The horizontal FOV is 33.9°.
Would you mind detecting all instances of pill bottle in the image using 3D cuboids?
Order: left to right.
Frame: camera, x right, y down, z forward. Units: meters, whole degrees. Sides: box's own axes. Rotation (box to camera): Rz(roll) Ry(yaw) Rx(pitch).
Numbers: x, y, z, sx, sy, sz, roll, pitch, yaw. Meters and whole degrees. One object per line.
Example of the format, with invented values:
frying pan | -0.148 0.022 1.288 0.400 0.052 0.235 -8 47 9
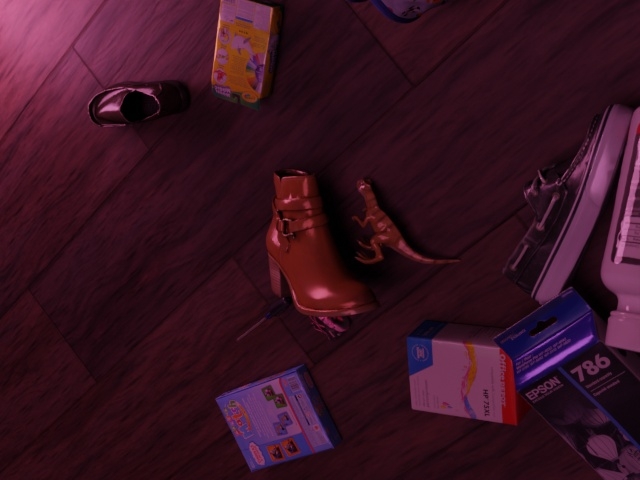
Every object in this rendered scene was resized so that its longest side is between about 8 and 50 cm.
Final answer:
pill bottle | 0.464 -0.006 1.363 0.176 0.176 0.319 11 87 28

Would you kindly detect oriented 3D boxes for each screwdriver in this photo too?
screwdriver | -0.105 0.146 1.931 0.024 0.025 0.170 53 134 4

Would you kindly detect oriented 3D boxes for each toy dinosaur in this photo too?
toy dinosaur | 0.112 -0.005 1.713 0.211 0.064 0.112 49 123 7

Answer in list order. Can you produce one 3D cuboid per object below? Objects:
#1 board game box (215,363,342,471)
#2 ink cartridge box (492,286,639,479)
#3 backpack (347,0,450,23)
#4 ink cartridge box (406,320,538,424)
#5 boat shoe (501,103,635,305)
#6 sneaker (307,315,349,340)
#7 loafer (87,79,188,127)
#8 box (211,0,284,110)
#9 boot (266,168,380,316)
board game box | -0.081 0.335 1.966 0.211 0.039 0.160 -24 94 34
ink cartridge box | 0.419 0.236 1.563 0.332 0.065 0.165 45 124 -6
backpack | 0.104 -0.435 1.454 0.213 0.276 0.263 -26 99 40
ink cartridge box | 0.261 0.213 1.691 0.231 0.078 0.134 3 109 30
boat shoe | 0.347 -0.053 1.516 0.119 0.121 0.335 26 121 16
sneaker | -0.007 0.133 1.850 0.119 0.047 0.057 39 134 15
loafer | -0.344 -0.247 1.892 0.220 0.078 0.080 -8 103 33
box | -0.124 -0.315 1.757 0.105 0.043 0.179 22 115 23
boot | 0.000 0.000 1.724 0.283 0.109 0.220 23 116 60
